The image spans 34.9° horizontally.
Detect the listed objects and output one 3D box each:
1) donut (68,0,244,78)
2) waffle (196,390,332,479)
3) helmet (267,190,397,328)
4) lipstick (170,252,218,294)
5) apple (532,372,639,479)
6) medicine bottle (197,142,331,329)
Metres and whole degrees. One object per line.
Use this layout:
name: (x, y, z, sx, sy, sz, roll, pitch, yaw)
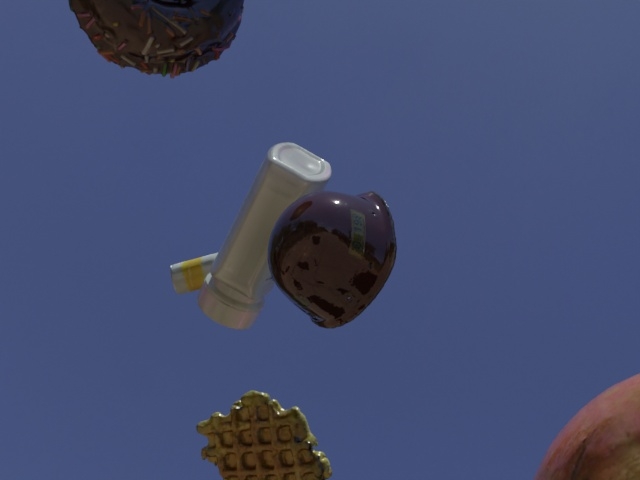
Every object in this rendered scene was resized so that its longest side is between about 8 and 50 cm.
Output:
donut: (-0.194, -0.319, 1.257, 0.235, 0.235, 0.089, 32, -25, -14)
waffle: (-0.109, 0.439, 1.903, 0.282, 0.058, 0.300, -37, -108, 22)
helmet: (0.000, 0.000, 1.153, 0.106, 0.175, 0.155, 32, -30, -31)
lipstick: (-0.133, 0.038, 1.812, 0.264, 0.059, 0.059, -14, -52, 6)
apple: (0.364, 0.294, 0.921, 0.364, 0.363, 0.363, 8, -47, 9)
medicine bottle: (-0.092, -0.004, 1.630, 0.111, 0.161, 0.296, 31, -70, 4)
